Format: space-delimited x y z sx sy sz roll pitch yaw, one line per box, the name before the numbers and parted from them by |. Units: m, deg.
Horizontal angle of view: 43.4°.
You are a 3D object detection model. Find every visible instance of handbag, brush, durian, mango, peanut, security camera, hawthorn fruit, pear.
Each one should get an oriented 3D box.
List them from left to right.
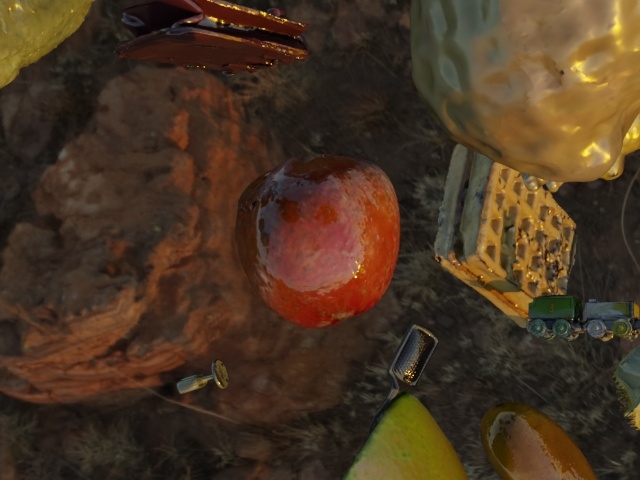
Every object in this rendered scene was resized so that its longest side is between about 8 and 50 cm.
security camera | -0.221 0.255 1.475 0.092 0.058 0.058 -18 69 15
handbag | -0.146 -0.276 1.079 0.203 0.216 0.074 6 93 55
hawthorn fruit | 0.000 0.000 0.796 0.173 0.173 0.173 -6 73 21
pear | 0.090 0.403 1.012 0.165 0.399 0.399 27 87 18
brush | 0.124 0.222 1.253 0.193 0.063 0.016 -61 22 -9
mango | 0.339 0.338 1.217 0.227 0.136 0.099 43 130 10
peanut | 0.101 -0.177 0.331 0.159 0.143 0.291 -130 39 -54
durian | 0.664 0.280 1.582 0.252 0.139 0.144 -28 80 -15

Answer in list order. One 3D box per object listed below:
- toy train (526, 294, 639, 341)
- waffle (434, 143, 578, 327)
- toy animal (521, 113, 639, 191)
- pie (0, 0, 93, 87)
toy train | 0.460 0.134 1.405 0.202 0.060 0.081 -4 75 34
waffle | 0.373 0.001 1.571 0.114 0.376 0.261 -7 59 39
toy animal | 0.344 -0.131 1.069 0.169 0.233 0.121 -19 88 15
pie | -0.269 -0.165 0.491 0.277 0.078 0.277 1 43 -1
